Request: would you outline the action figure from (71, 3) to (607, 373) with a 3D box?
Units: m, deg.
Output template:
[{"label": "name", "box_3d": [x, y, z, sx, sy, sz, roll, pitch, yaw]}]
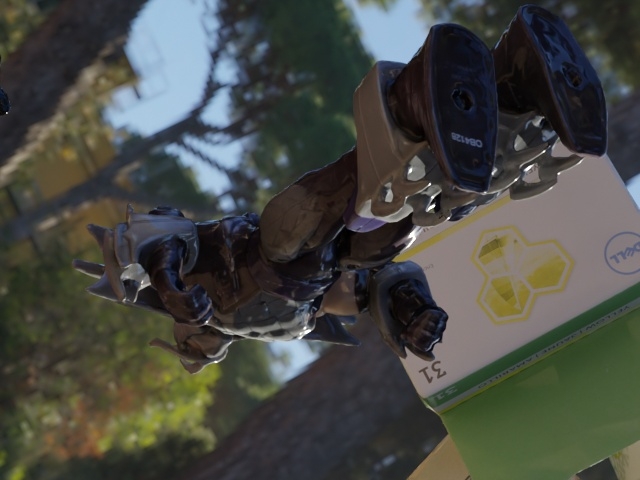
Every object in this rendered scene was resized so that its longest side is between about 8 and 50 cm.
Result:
[{"label": "action figure", "box_3d": [0.000, 0.000, 0.780, 0.285, 0.185, 0.099, -39, -122, 46]}]

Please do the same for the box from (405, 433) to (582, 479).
[{"label": "box", "box_3d": [0.167, 0.260, 1.488, 0.201, 0.164, 0.021, 41, -23, 11]}]

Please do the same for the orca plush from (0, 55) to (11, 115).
[{"label": "orca plush", "box_3d": [-0.301, -0.212, 1.226, 0.102, 0.151, 0.287, -14, -61, 34]}]

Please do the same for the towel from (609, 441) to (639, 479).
[{"label": "towel", "box_3d": [0.374, 0.194, 1.605, 0.374, 0.090, 0.321, 101, -18, -49]}]

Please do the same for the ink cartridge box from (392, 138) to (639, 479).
[{"label": "ink cartridge box", "box_3d": [0.137, 0.060, 1.009, 0.235, 0.171, 0.056, 63, 5, 25]}]
